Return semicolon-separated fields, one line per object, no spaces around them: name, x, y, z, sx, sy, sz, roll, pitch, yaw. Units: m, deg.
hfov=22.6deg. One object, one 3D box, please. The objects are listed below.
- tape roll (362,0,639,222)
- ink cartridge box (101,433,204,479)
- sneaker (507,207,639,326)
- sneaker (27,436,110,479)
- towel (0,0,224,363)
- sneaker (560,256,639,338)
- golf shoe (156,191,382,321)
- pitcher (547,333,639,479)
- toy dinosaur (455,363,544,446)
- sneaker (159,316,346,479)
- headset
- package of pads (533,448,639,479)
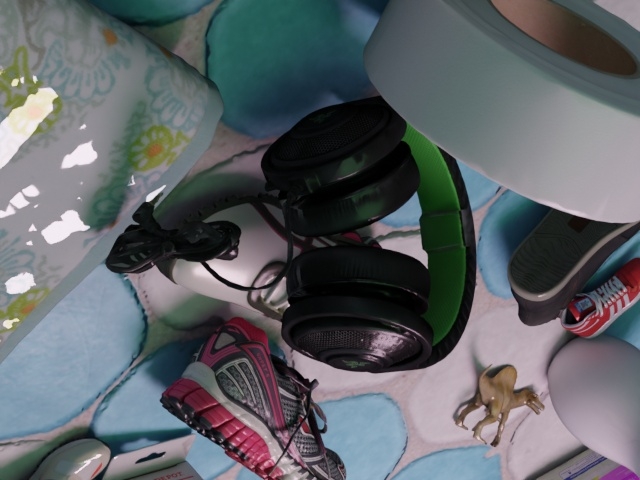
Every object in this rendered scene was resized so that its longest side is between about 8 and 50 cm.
tape roll;0.182;-0.136;1.347;0.286;0.286;0.100;5;123;-40
ink cartridge box;-0.178;0.297;1.631;0.115;0.067;0.198;-12;134;-43
sneaker;0.284;-0.006;1.721;0.222;0.083;0.118;-40;159;-10
sneaker;-0.261;0.259;1.538;0.161;0.075;0.057;-34;140;-6
towel;-0.279;-0.029;1.204;0.374;0.090;0.320;-48;152;10
sneaker;0.321;0.062;1.823;0.067;0.042;0.118;16;118;-48
golf shoe;-0.022;0.033;1.479;0.273;0.120;0.105;10;122;-41
pitcher;0.377;0.193;1.858;0.178;0.207;0.125;-23;138;-19
toy dinosaur;0.195;0.183;1.847;0.092;0.053;0.183;-59;146;0
sneaker;-0.039;0.183;1.610;0.112;0.121;0.299;-56;147;-11
headset;0.000;0.000;1.382;0.185;0.243;0.394;-9;177;31
package of pads;0.378;0.387;2.122;0.229;0.101;0.296;-28;138;-14
